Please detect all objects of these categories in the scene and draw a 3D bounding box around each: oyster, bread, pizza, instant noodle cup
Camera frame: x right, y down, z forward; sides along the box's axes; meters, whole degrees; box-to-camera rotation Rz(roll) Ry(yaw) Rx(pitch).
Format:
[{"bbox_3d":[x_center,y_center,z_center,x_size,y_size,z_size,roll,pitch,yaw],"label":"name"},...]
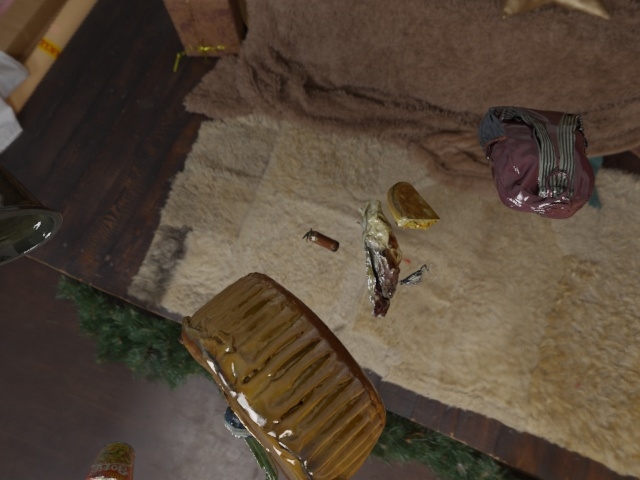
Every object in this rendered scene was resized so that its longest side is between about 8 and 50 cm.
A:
[{"bbox_3d":[0.157,0.054,1.249,0.100,0.271,0.276,-9,78,5],"label":"oyster"},{"bbox_3d":[-0.032,0.124,0.441,0.104,0.199,0.199,-38,73,-22],"label":"bread"},{"bbox_3d":[0.203,-0.065,1.111,0.134,0.046,0.175,36,33,-2],"label":"pizza"},{"bbox_3d":[-0.723,0.811,1.692,0.192,0.212,0.193,-3,107,-10],"label":"instant noodle cup"}]

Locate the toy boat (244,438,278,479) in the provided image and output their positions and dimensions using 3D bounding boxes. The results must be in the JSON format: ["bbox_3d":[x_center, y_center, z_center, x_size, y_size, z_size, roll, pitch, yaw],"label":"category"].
[{"bbox_3d":[-0.214,0.731,1.701,0.055,0.093,0.293,-27,93,-3],"label":"toy boat"}]

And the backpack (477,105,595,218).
[{"bbox_3d":[0.562,-0.203,1.270,0.282,0.197,0.318,5,54,-2],"label":"backpack"}]

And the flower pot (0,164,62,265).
[{"bbox_3d":[-0.641,-0.053,0.930,0.235,0.235,0.148,-32,83,-10],"label":"flower pot"}]

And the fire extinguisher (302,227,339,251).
[{"bbox_3d":[0.000,0.000,1.975,0.050,0.177,0.062,17,85,51],"label":"fire extinguisher"}]

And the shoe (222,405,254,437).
[{"bbox_3d":[-0.176,0.392,1.107,0.063,0.143,0.071,14,85,-24],"label":"shoe"}]

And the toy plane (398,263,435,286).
[{"bbox_3d":[0.297,0.107,1.504,0.120,0.049,0.031,-31,58,11],"label":"toy plane"}]
